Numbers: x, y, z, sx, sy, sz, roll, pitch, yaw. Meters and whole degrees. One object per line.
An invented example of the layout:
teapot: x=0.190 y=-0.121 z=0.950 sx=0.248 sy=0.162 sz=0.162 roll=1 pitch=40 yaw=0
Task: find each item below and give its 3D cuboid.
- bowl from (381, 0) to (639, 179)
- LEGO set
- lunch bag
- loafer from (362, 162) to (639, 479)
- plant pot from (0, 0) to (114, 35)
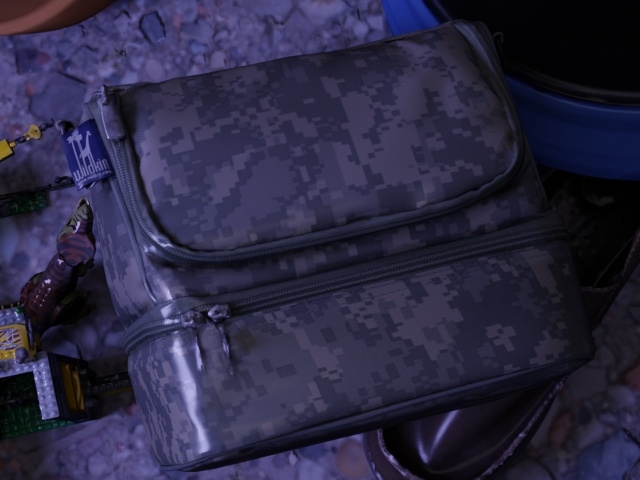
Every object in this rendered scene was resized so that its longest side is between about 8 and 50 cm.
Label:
bowl: x=0.232 y=-0.232 z=1.441 sx=0.391 sy=0.077 sz=0.391 roll=-3 pitch=64 yaw=5
LEGO set: x=-0.175 y=0.030 z=1.447 sx=0.331 sy=0.192 sz=0.255 roll=-4 pitch=84 yaw=3
lunch bag: x=0.000 y=0.000 z=1.296 sx=0.305 sy=0.212 sz=0.256 roll=-13 pitch=82 yaw=-10
loafer: x=0.149 y=0.034 z=1.456 sx=0.134 sy=0.130 sz=0.366 roll=31 pitch=87 yaw=7
plant pot: x=-0.280 y=-0.280 z=1.421 sx=0.291 sy=0.203 sz=0.291 roll=9 pitch=109 yaw=28
